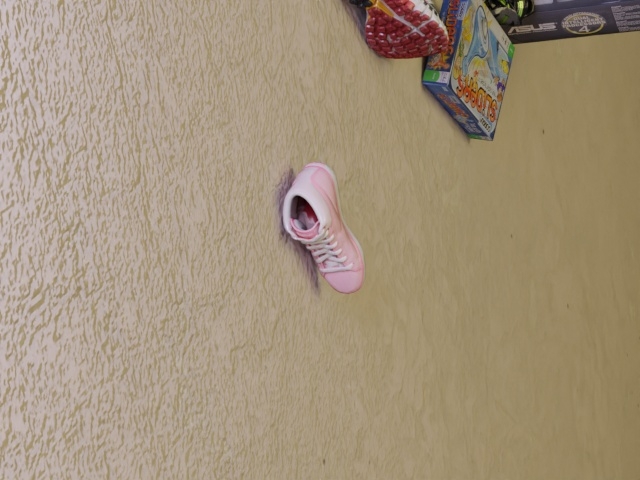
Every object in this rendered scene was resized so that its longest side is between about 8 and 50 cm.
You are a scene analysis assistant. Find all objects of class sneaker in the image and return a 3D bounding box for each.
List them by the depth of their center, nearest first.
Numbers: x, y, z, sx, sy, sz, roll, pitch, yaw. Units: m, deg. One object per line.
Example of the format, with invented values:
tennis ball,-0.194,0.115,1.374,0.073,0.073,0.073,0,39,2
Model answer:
sneaker,0.000,0.000,1.371,0.070,0.051,0.134,-51,129,-57
sneaker,0.082,-0.275,1.577,0.225,0.088,0.092,53,37,-53
sneaker,0.237,-0.321,1.971,0.188,0.078,0.067,-14,99,-62

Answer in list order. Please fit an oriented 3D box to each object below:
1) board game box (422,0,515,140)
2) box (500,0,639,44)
board game box,0.192,-0.224,1.866,0.201,0.035,0.136,34,68,-62
box,0.449,-0.453,2.106,0.097,0.395,0.318,48,44,-59
